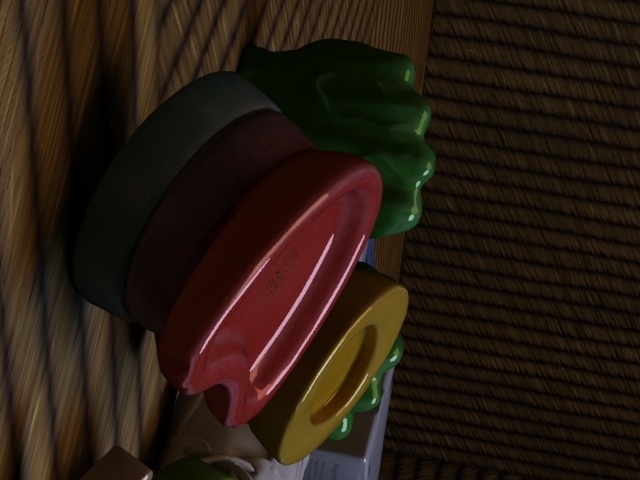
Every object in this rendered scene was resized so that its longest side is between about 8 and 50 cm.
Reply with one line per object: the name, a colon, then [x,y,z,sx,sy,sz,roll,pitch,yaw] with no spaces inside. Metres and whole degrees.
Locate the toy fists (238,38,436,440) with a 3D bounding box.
toy fists: [0.000,0.000,1.238,0.096,0.142,0.279,-2,102,-84]

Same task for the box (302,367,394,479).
box: [-0.009,0.210,1.638,0.181,0.119,0.182,-69,168,-60]

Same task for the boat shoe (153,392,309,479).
boat shoe: [-0.070,0.170,1.125,0.088,0.096,0.267,97,12,-73]

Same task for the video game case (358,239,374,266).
video game case: [0.011,0.096,1.947,0.269,0.061,0.244,84,18,-71]

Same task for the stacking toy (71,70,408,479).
stacking toy: [-0.090,0.066,0.904,0.279,0.130,0.309,-51,163,-16]
